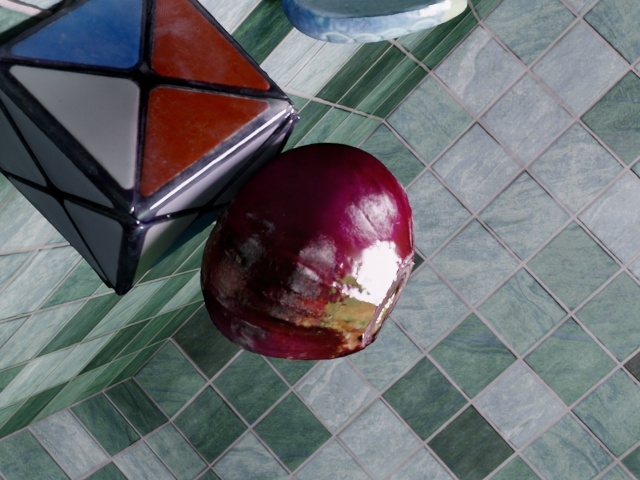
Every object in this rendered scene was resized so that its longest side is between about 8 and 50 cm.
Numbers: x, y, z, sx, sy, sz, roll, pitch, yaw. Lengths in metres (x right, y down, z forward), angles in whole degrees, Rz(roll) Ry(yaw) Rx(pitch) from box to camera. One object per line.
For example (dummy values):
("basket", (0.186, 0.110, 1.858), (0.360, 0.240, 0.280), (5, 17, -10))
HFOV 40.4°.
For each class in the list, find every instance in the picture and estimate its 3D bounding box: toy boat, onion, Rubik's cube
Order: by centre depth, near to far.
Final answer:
("onion", (0.000, 0.000, 1.215), (0.336, 0.282, 0.260), (-24, 144, -48))
("Rubik's cube", (-0.254, -0.147, 1.231), (0.305, 0.307, 0.310), (-42, 175, -27))
("toy boat", (0.095, -0.437, 1.574), (0.329, 0.215, 0.123), (-8, 150, 6))
